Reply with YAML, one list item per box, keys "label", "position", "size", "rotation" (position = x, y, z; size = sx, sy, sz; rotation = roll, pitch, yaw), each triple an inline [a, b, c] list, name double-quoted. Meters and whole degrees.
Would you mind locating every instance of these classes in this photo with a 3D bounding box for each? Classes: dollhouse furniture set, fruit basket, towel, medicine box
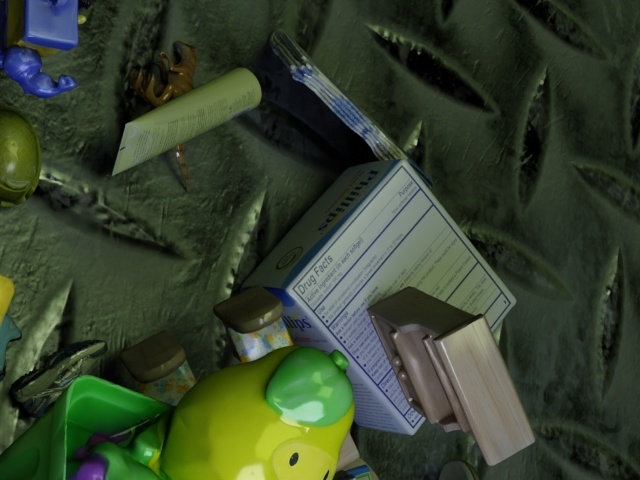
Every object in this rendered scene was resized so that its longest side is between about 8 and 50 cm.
- label: "dollhouse furniture set"
  position: [0.016, 0.233, 1.586]
  size: [0.394, 0.256, 0.362]
  rotation: [-27, 104, -12]
- label: "fruit basket"
  position: [-0.109, 0.271, 1.328]
  size: [0.392, 0.392, 0.283]
  rotation: [20, 54, -34]
- label: "towel"
  position: [0.040, -0.189, 1.899]
  size: [0.034, 0.209, 0.285]
  rotation: [-45, 115, 8]
- label: "medicine box"
  position: [0.085, 0.079, 1.835]
  size: [0.289, 0.149, 0.263]
  rotation: [50, 66, -18]

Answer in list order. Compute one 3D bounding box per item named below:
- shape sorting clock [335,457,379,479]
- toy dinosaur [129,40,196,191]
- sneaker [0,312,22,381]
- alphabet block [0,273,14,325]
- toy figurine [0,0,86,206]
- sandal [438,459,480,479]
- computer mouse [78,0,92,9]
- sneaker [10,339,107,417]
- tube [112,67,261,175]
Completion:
- label: "shape sorting clock"
  position: [0.020, 0.395, 1.802]
  size: [0.206, 0.040, 0.206]
  rotation: [13, 70, -40]
- label: "toy dinosaur"
  position: [-0.198, -0.186, 1.761]
  size: [0.112, 0.064, 0.211]
  rotation: [18, 68, -36]
- label: "sneaker"
  position: [-0.398, 0.149, 1.510]
  size: [0.073, 0.063, 0.162]
  rotation: [46, 54, -25]
- label: "alphabet block"
  position: [-0.472, 0.102, 1.372]
  size: [0.192, 0.197, 0.193]
  rotation: [30, 62, -30]
- label: "toy figurine"
  position: [-0.368, -0.243, 1.535]
  size: [0.191, 0.217, 0.362]
  rotation: [11, 71, -37]
- label: "sandal"
  position: [0.149, 0.439, 1.855]
  size: [0.086, 0.120, 0.303]
  rotation: [34, 58, -12]
- label: "computer mouse"
  position: [-0.324, -0.396, 1.671]
  size: [0.193, 0.042, 0.106]
  rotation: [61, 41, -53]
- label: "sneaker"
  position: [-0.313, 0.169, 1.590]
  size: [0.135, 0.052, 0.058]
  rotation: [-34, 111, -32]
- label: "tube"
  position: [-0.178, -0.163, 1.710]
  size: [0.240, 0.062, 0.070]
  rotation: [-34, 116, -41]
